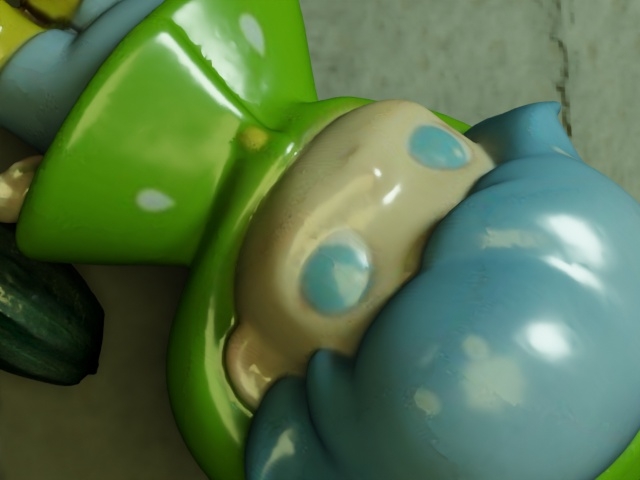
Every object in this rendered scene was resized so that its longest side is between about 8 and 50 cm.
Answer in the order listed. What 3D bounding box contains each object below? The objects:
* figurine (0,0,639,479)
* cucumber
[{"bbox_3d":[0.000,0.000,0.379,0.263,0.143,0.162,38,58,4],"label":"figurine"},{"bbox_3d":[-0.111,0.011,0.386,0.105,0.048,0.048,38,80,-14],"label":"cucumber"}]
